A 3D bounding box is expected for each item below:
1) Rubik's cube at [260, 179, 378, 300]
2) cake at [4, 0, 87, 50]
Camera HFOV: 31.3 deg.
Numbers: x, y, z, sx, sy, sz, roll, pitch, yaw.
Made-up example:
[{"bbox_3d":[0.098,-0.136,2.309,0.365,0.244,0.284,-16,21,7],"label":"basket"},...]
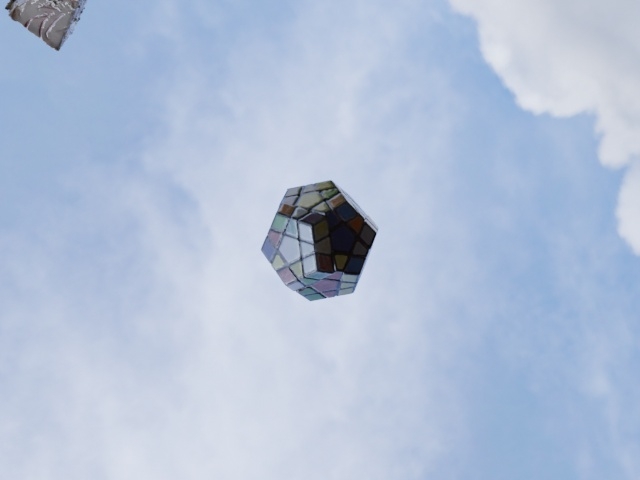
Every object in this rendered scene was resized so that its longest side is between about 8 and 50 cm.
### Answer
[{"bbox_3d":[0.000,0.000,1.039,0.093,0.111,0.111,-18,-95,-50],"label":"Rubik's cube"},{"bbox_3d":[-0.229,-0.235,1.069,0.065,0.121,0.052,48,-149,-22],"label":"cake"}]
